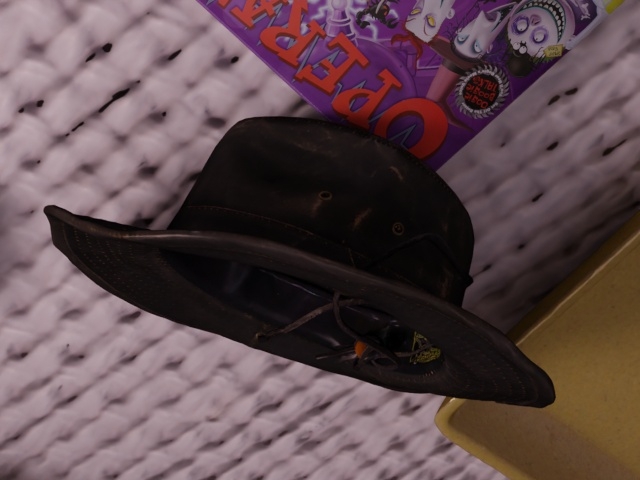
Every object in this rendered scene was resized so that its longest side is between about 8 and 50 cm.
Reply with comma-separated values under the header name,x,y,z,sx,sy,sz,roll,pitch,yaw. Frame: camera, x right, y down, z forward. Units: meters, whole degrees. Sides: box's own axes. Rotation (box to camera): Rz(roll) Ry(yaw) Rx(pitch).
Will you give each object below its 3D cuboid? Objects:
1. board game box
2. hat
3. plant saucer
name,x,y,z,sx,sy,sz,roll,pitch,yaw
board game box,0.013,-0.205,0.540,0.208,0.056,0.347,-41,117,20
hat,0.000,0.000,0.584,0.331,0.331,0.134,24,75,-20
plant saucer,0.306,0.093,0.734,0.333,0.081,0.333,35,110,-25
